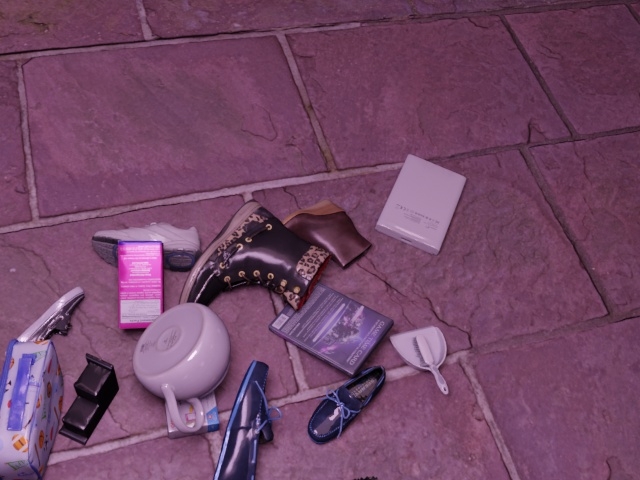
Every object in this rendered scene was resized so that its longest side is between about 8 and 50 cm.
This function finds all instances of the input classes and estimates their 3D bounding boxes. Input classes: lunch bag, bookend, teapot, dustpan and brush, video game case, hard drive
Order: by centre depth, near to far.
[{"bbox_3d":[-0.655,0.371,1.539,0.115,0.243,0.303,2,58,-9],"label":"lunch bag"},{"bbox_3d":[-0.545,0.370,1.612,0.072,0.156,0.157,23,57,5],"label":"bookend"},{"bbox_3d":[-0.307,0.290,1.654,0.256,0.187,0.252,-47,37,-15],"label":"teapot"},{"bbox_3d":[0.027,0.225,1.843,0.274,0.026,0.196,26,55,25],"label":"video game case"},{"bbox_3d":[0.288,0.321,1.850,0.147,0.060,0.211,-11,60,-17],"label":"dustpan and brush"},{"bbox_3d":[0.314,-0.116,2.150,0.203,0.040,0.307,23,56,5],"label":"hard drive"}]

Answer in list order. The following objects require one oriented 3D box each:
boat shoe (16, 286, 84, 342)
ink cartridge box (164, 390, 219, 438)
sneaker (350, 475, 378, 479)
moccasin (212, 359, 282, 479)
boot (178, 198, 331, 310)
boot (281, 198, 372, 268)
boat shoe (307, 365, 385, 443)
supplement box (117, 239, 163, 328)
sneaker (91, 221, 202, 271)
[{"bbox_3d":[-0.668,0.215,1.743,0.076,0.080,0.228,43,56,-3],"label":"boat shoe"},{"bbox_3d":[-0.313,0.422,1.682,0.123,0.052,0.088,-8,58,-14],"label":"ink cartridge box"},{"bbox_3d":[0.045,0.628,1.605,0.237,0.085,0.086,-28,92,-28],"label":"sneaker"},{"bbox_3d":[-0.167,0.462,1.654,0.117,0.137,0.341,16,70,-5],"label":"moccasin"},{"bbox_3d":[-0.172,0.099,1.846,0.284,0.138,0.377,30,65,10],"label":"boot"},{"bbox_3d":[0.000,0.000,1.989,0.248,0.090,0.207,-31,68,-25],"label":"boot"},{"bbox_3d":[0.063,0.395,1.744,0.109,0.089,0.258,38,59,14],"label":"boat shoe"},{"bbox_3d":[-0.456,0.111,1.769,0.114,0.111,0.220,1,88,-11],"label":"supplement box"},{"bbox_3d":[-0.473,0.009,1.907,0.297,0.111,0.129,7,43,-12],"label":"sneaker"}]
